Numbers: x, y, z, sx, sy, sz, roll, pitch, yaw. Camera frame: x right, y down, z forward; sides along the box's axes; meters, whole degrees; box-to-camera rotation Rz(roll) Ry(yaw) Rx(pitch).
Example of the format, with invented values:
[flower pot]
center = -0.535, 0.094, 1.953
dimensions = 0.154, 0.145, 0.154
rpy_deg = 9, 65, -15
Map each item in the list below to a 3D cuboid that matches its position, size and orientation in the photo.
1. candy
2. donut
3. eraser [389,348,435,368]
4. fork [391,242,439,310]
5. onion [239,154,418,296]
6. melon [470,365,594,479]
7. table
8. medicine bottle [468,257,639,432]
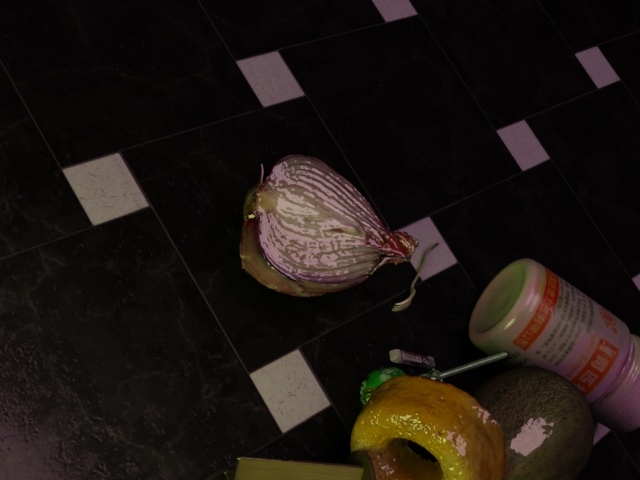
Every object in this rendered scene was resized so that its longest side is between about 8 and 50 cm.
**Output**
[candy]
center = 0.224, 0.259, 1.776
dimensions = 0.323, 0.097, 0.097
rpy_deg = -14, 71, -23
[donut]
center = 0.174, 0.372, 1.598
dimensions = 0.277, 0.277, 0.108
rpy_deg = 52, 38, 4
[eraser]
center = 0.183, 0.237, 1.846
dimensions = 0.099, 0.019, 0.027
rpy_deg = 16, 42, -25
[fork]
center = 0.208, 0.077, 1.950
dimensions = 0.028, 0.034, 0.219
rpy_deg = 24, 47, 15
[onion]
center = 0.000, 0.000, 1.779
dimensions = 0.348, 0.159, 0.267
rpy_deg = 21, 66, -19
[melon]
center = 0.371, 0.377, 1.741
dimensions = 0.329, 0.248, 0.248
rpy_deg = -33, 83, -37
[table]
center = -0.042, 0.423, 1.528
dimensions = 0.226, 0.167, 0.167
rpy_deg = 9, 59, -17
[medicine bottle]
center = 0.520, 0.224, 1.936
dimensions = 0.388, 0.219, 0.219
rpy_deg = 34, 51, -12
